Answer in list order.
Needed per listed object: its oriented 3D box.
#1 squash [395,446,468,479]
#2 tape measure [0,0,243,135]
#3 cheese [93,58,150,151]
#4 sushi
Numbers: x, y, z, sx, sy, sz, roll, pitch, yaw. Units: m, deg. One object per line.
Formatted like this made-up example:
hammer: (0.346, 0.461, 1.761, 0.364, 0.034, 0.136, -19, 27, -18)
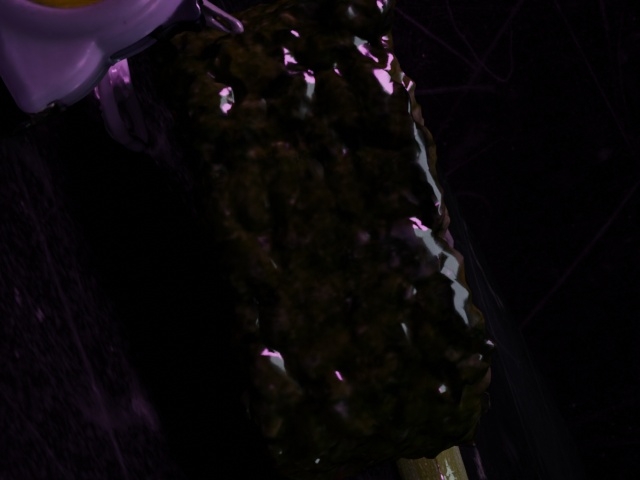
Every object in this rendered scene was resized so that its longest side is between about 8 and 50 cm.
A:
squash: (0.115, 0.236, 1.649, 0.077, 0.068, 0.219, 56, 15, -59)
tape measure: (-0.154, -0.191, 1.020, 0.105, 0.178, 0.196, -31, 98, -90)
cheese: (-0.175, -0.198, 1.181, 0.163, 0.082, 0.286, 37, 32, -65)
sushi: (0.000, 0.000, 1.184, 0.294, 0.178, 0.352, 174, -99, -86)
